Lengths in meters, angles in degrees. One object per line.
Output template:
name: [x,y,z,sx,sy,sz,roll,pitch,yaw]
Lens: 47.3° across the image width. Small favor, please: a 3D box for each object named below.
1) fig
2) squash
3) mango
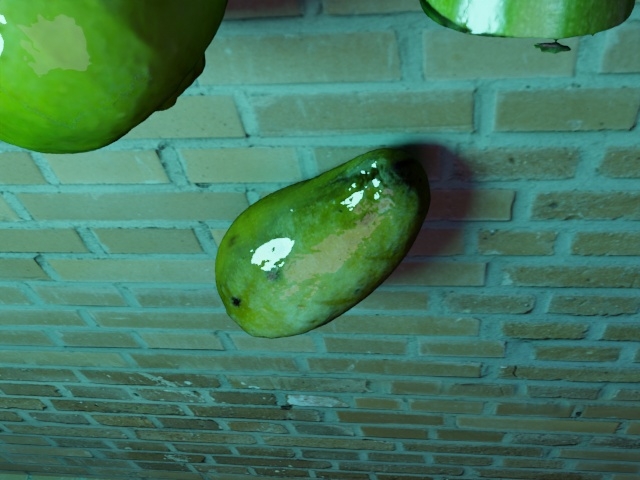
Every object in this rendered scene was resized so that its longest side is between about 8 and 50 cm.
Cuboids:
fig: [-0.230,-0.220,0.551,0.326,0.258,0.258,36,139,-9]
squash: [0.164,-0.229,0.553,0.170,0.170,0.123,4,134,3]
mango: [0.002,0.001,0.924,0.329,0.175,0.176,-36,163,19]
